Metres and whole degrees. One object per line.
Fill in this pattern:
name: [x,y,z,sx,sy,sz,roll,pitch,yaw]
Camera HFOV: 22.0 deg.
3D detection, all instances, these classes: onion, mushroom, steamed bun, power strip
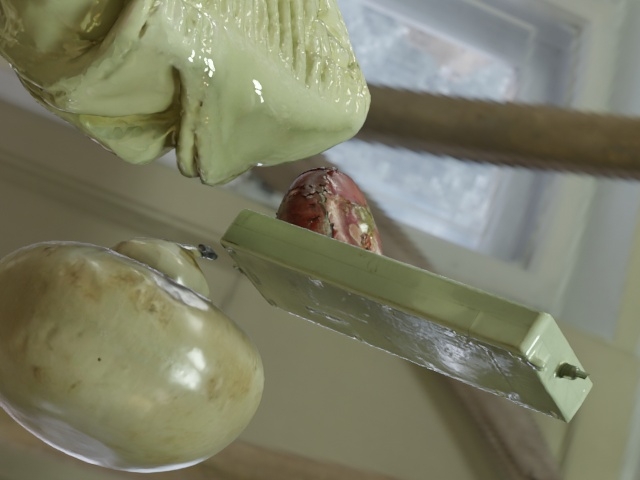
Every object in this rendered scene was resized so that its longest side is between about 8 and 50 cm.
onion: [0.000,0.000,2.076,0.147,0.184,0.184,-12,-130,27]
mushroom: [-0.235,0.114,1.980,0.362,0.362,0.294,-32,-148,63]
steamed bun: [-0.152,-0.209,1.416,0.237,0.394,0.346,-28,-162,32]
power strip: [0.067,0.057,1.328,0.367,0.106,0.043,20,-114,41]
